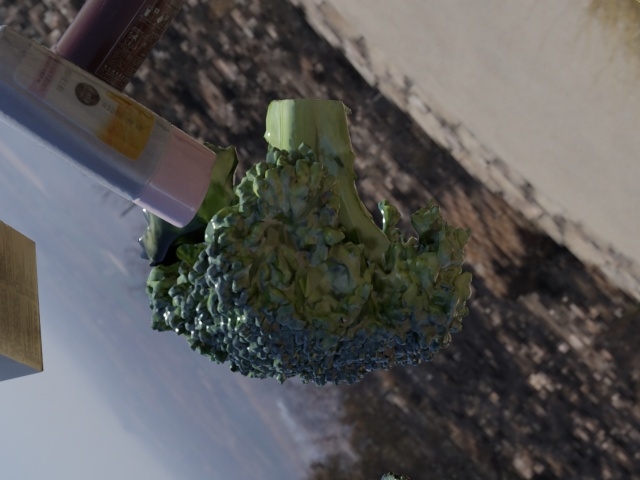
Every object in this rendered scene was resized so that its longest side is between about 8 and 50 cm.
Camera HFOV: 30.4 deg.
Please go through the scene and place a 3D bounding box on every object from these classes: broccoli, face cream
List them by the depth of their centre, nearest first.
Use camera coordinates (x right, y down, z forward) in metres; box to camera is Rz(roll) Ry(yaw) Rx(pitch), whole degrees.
[{"bbox_3d":[-0.174,-0.088,0.913,0.198,0.084,0.057,30,134,-20],"label":"face cream"},{"bbox_3d":[-0.008,0.020,1.180,0.277,0.338,0.317,-5,113,64],"label":"broccoli"}]

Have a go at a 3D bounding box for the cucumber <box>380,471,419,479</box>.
[{"bbox_3d":[0.212,0.287,1.093,0.359,0.096,0.096,15,180,-23],"label":"cucumber"}]

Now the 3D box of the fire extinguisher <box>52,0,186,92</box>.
[{"bbox_3d":[-0.212,-0.272,1.350,0.105,0.269,0.105,35,-176,-2],"label":"fire extinguisher"}]

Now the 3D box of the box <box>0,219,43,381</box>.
[{"bbox_3d":[-0.482,0.082,1.695,0.168,0.095,0.212,55,-155,-67],"label":"box"}]
